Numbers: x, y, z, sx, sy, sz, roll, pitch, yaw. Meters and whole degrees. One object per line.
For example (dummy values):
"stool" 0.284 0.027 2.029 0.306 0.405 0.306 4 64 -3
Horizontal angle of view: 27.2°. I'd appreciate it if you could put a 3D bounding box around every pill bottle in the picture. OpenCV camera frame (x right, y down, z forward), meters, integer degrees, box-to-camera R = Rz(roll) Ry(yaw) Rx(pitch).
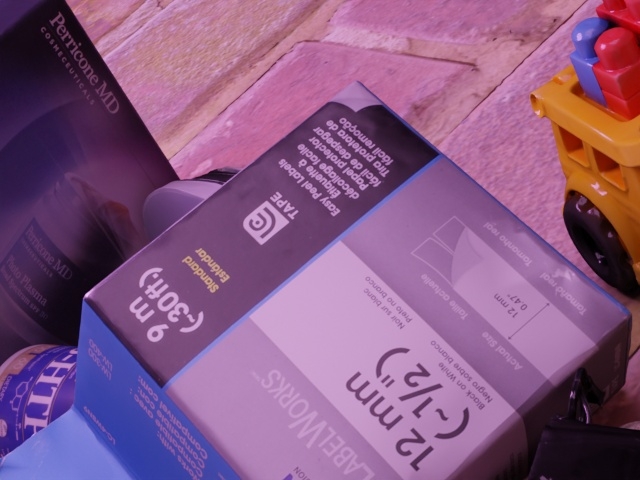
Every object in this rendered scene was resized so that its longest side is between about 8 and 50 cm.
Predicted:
"pill bottle" -0.152 0.136 0.978 0.186 0.112 0.112 0 43 39

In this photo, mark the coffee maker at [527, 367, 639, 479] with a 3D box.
"coffee maker" 0.199 0.140 0.657 0.178 0.120 0.171 0 65 24

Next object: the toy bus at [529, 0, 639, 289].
"toy bus" 0.238 -0.065 0.848 0.149 0.211 0.220 -33 33 -7

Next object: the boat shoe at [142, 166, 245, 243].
"boat shoe" 0.000 0.004 1.043 0.306 0.113 0.105 12 31 39

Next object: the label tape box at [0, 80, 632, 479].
"label tape box" -0.018 0.098 0.823 0.347 0.115 0.249 -39 62 -14

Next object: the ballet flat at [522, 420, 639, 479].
"ballet flat" 0.139 0.159 0.780 0.168 0.057 0.052 -27 4 -1

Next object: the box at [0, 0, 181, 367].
"box" -0.285 -0.012 1.115 0.182 0.296 0.294 10 50 47
